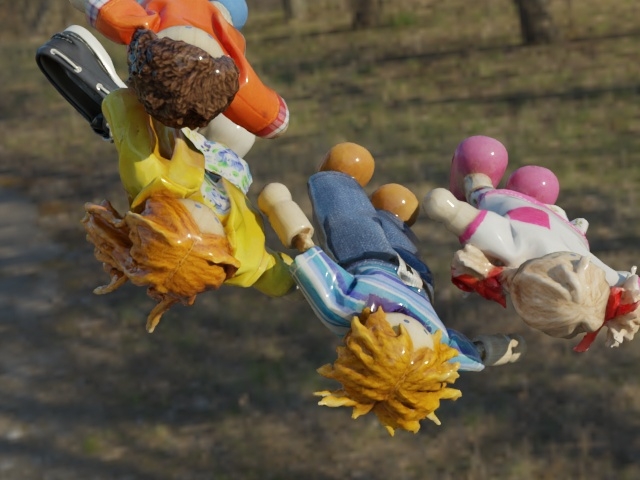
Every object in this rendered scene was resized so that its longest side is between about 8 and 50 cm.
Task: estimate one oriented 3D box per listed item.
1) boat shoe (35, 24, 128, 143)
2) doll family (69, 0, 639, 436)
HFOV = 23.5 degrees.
[{"bbox_3d":[-0.144,-0.089,1.049,0.038,0.125,0.046,-42,7,-39],"label":"boat shoe"},{"bbox_3d":[0.000,0.000,0.605,0.263,0.118,0.163,28,19,-14],"label":"doll family"}]
